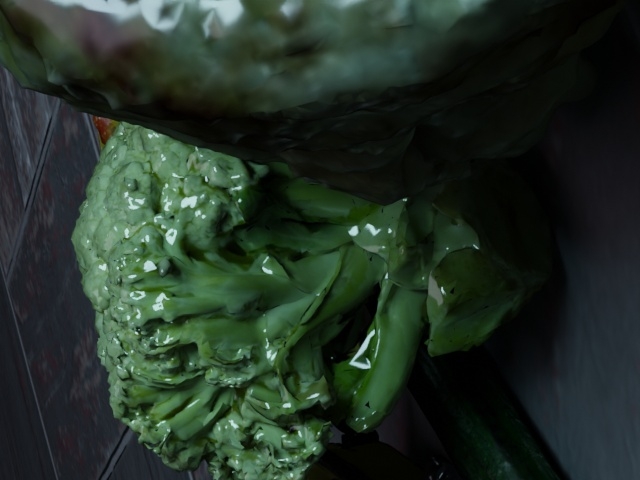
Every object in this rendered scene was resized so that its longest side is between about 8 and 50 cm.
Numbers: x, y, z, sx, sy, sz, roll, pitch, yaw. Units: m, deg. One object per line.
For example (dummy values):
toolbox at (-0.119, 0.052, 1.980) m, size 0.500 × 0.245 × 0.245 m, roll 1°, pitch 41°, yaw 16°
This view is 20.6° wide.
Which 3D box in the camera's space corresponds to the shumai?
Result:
shumai at (0.024, -0.158, 0.779) m, size 0.348 × 0.395 × 0.395 m, roll 70°, pitch 177°, yaw -58°

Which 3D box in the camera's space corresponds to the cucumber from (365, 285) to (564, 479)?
cucumber at (0.095, 0.108, 1.027) m, size 0.284 × 0.056 × 0.056 m, roll -124°, pitch 31°, yaw -43°

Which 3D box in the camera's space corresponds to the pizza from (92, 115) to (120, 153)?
pizza at (-0.165, -0.088, 1.567) m, size 0.280 × 0.075 × 0.287 m, roll -145°, pitch 49°, yaw -63°

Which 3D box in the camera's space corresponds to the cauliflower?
cauliflower at (0.000, 0.000, 0.973) m, size 0.250 × 0.272 × 0.275 m, roll 3°, pitch 103°, yaw 26°

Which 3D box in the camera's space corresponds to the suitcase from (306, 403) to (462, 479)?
suitcase at (0.032, 0.231, 1.122) m, size 0.194 × 0.143 × 0.234 m, roll -155°, pitch 57°, yaw -64°

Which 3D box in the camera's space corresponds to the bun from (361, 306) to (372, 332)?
bun at (-0.041, -0.009, 1.226) m, size 0.237 × 0.116 × 0.210 m, roll 37°, pitch 134°, yaw 28°
